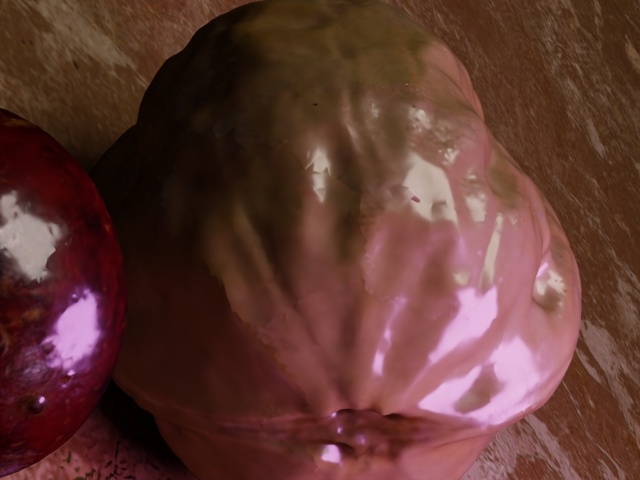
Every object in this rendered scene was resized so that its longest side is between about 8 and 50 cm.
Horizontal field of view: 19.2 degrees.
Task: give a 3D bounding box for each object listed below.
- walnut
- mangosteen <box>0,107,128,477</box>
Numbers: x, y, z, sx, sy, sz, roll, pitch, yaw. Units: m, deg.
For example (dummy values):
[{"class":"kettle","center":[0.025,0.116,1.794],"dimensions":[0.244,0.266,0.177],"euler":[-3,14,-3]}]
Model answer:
[{"class":"walnut","center":[0.003,0.003,1.337],"dimensions":[0.383,0.383,0.384],"euler":[46,29,-35]},{"class":"mangosteen","center":[-0.230,0.032,1.007],"dimensions":[0.257,0.215,0.215],"euler":[-14,77,-41]}]
